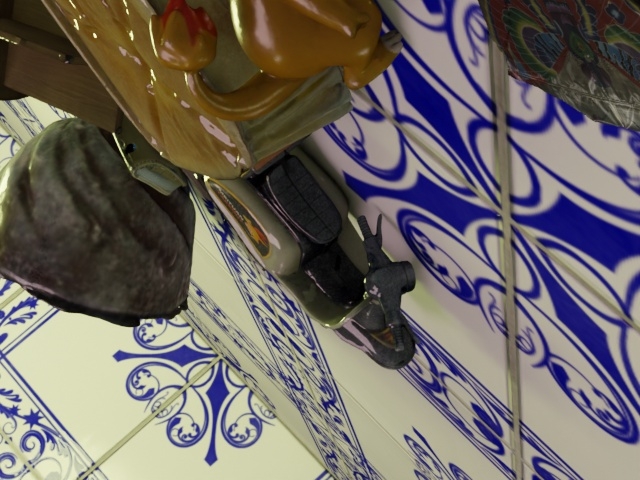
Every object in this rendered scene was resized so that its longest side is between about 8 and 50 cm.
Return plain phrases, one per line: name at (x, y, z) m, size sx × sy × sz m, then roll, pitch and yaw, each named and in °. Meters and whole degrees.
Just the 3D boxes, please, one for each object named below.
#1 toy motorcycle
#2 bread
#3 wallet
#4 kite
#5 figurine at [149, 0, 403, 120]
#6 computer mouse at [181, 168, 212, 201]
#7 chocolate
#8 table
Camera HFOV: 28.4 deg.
toy motorcycle at (0.000, 0.000, 1.063) m, size 0.263 × 0.091 × 0.157 m, roll 52°, pitch 164°, yaw -2°
bread at (-0.087, -0.147, 0.869) m, size 0.210 × 0.110 × 0.192 m, roll 53°, pitch 161°, yaw -20°
wallet at (-0.201, -0.129, 1.391) m, size 0.155 × 0.039 × 0.110 m, roll 64°, pitch -170°, yaw 20°
kite at (0.066, -0.152, 0.520) m, size 0.285 × 0.015 × 0.152 m, roll 56°, pitch 166°, yaw -29°
figurine at (-0.044, -0.142, 0.692) m, size 0.121 × 0.122 × 0.176 m, roll 41°, pitch 167°, yaw 45°
computer mouse at (-0.135, -0.111, 1.266) m, size 0.120 × 0.057 × 0.232 m, roll 54°, pitch 176°, yaw -33°
chocolate at (-0.277, -0.049, 1.609) m, size 0.303 × 0.213 × 0.303 m, roll 18°, pitch -165°, yaw -5°
table at (-0.249, -0.195, 1.241) m, size 0.226 × 0.167 × 0.167 m, roll 24°, pitch 154°, yaw 44°
